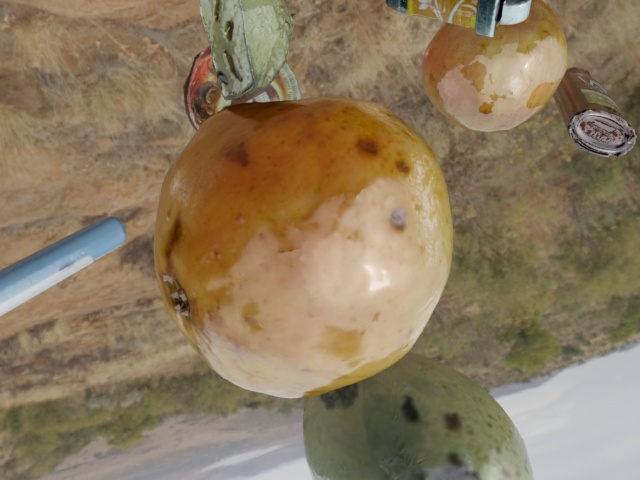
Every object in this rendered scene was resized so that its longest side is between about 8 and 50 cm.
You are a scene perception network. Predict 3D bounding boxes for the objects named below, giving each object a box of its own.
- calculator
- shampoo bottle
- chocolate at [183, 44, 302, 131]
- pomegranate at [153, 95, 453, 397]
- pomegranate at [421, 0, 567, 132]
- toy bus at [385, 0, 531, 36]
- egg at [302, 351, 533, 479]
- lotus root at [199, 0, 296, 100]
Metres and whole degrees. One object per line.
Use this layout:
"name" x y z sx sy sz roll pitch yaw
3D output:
"calculator" -0.288 0.033 0.552 0.121 0.039 0.210 -17 -164 39
"shampoo bottle" 0.541 -0.275 1.110 0.323 0.129 0.084 -65 179 -55
"chocolate" -0.150 -0.246 0.997 0.221 0.221 0.147 -15 -177 -15
"pomegranate" 0.000 0.000 0.698 0.410 0.410 0.410 -18 160 -7
"pomegranate" 0.311 -0.330 0.970 0.252 0.229 0.270 -27 150 -19
"toy bus" 0.202 -0.364 0.629 0.275 0.167 0.138 -46 147 -30
"egg" 0.154 0.373 0.948 0.345 0.428 0.345 -40 158 -20
"lotus root" -0.076 -0.266 0.683 0.070 0.143 0.144 8 -138 34
